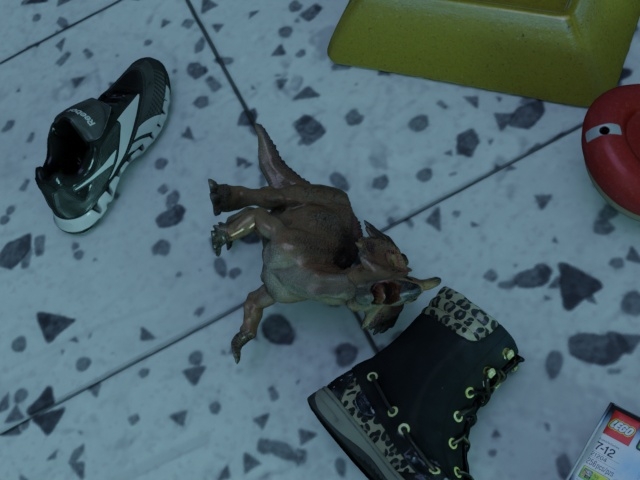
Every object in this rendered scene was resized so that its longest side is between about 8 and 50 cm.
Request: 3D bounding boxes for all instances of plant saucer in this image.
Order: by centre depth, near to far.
[{"bbox_3d":[0.204,-0.329,1.091,0.333,0.081,0.332,15,67,22],"label":"plant saucer"}]

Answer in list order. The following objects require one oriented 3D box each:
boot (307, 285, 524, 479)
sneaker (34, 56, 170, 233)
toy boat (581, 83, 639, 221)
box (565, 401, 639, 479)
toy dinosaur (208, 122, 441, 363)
[{"bbox_3d":[0.123,0.161,0.836,0.178,0.085,0.236,-42,58,-12],"label":"boot"},{"bbox_3d":[-0.246,-0.127,1.091,0.078,0.106,0.234,18,68,23],"label":"sneaker"},{"bbox_3d":[0.357,-0.107,0.879,0.231,0.151,0.151,-8,59,11],"label":"toy boat"},{"bbox_3d":[0.301,0.229,0.774,0.207,0.036,0.114,26,71,27],"label":"box"},{"bbox_3d":[0.000,0.000,0.948,0.200,0.127,0.295,-9,43,-1],"label":"toy dinosaur"}]
